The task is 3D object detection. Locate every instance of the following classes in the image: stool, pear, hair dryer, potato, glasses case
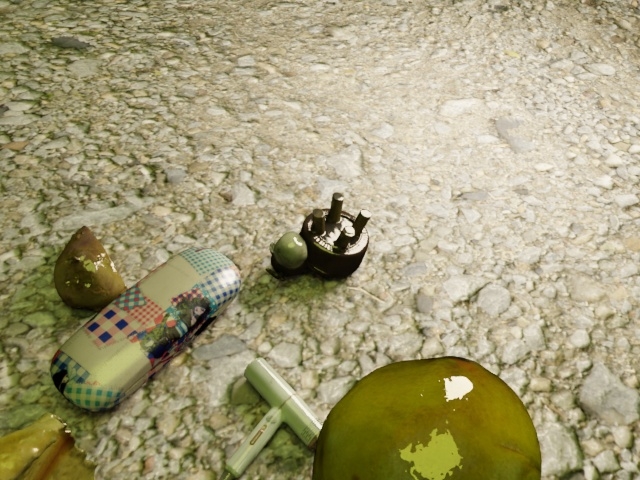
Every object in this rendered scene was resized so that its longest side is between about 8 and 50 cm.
[{"bbox_3d":[0.000,0.000,1.017,0.217,0.121,0.125,-14,54,-25],"label":"stool"},{"bbox_3d":[0.126,0.276,0.702,0.269,0.269,0.321,24,38,14],"label":"pear"},{"bbox_3d":[-0.104,0.273,0.817,0.183,0.044,0.155,-34,58,-27],"label":"hair dryer"},{"bbox_3d":[-0.402,0.035,0.954,0.100,0.089,0.172,-28,59,-25],"label":"potato"},{"bbox_3d":[-0.262,0.126,0.900,0.125,0.076,0.327,34,53,18],"label":"glasses case"}]

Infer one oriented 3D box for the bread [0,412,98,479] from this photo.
[{"bbox_3d":[-0.382,0.367,0.572,0.361,0.233,0.245,-23,56,-25],"label":"bread"}]
